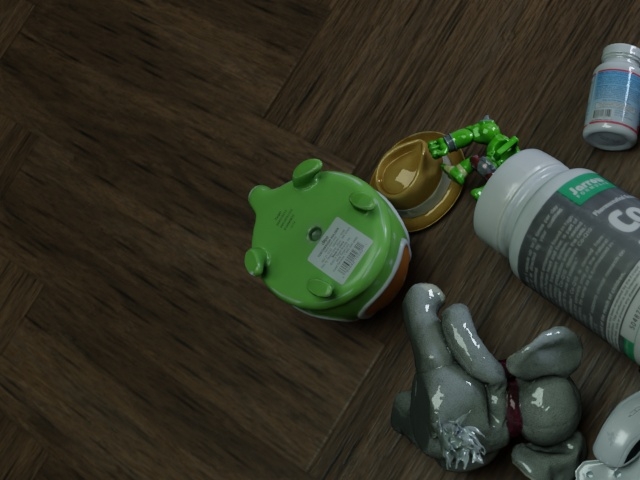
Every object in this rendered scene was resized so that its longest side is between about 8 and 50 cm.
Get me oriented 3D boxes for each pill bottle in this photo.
[{"bbox_3d":[0.478,-0.233,2.072,0.087,0.087,0.160,3,71,31],"label":"pill bottle"},{"bbox_3d":[0.415,0.019,1.926,0.361,0.204,0.204,38,90,35],"label":"pill bottle"}]

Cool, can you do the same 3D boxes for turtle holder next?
[{"bbox_3d":[0.002,0.018,2.149,0.320,0.227,0.243,-1,70,30],"label":"turtle holder"}]

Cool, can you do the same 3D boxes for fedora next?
[{"bbox_3d":[0.154,-0.113,2.210,0.194,0.079,0.194,-12,63,24],"label":"fedora"}]

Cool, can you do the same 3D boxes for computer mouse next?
[{"bbox_3d":[0.468,0.249,1.858,0.106,0.042,0.193,29,64,37],"label":"computer mouse"}]

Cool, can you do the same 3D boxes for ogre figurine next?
[{"bbox_3d":[0.284,-0.120,2.125,0.118,0.097,0.197,-42,59,-1],"label":"ogre figurine"}]

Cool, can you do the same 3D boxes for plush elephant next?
[{"bbox_3d":[0.269,0.231,1.909,0.330,0.255,0.272,-119,29,-66],"label":"plush elephant"}]

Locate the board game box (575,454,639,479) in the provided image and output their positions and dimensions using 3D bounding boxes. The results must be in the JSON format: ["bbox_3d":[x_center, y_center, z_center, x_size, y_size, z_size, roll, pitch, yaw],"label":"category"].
[{"bbox_3d":[0.555,0.477,1.739,0.390,0.050,0.390,-11,63,25],"label":"board game box"}]
